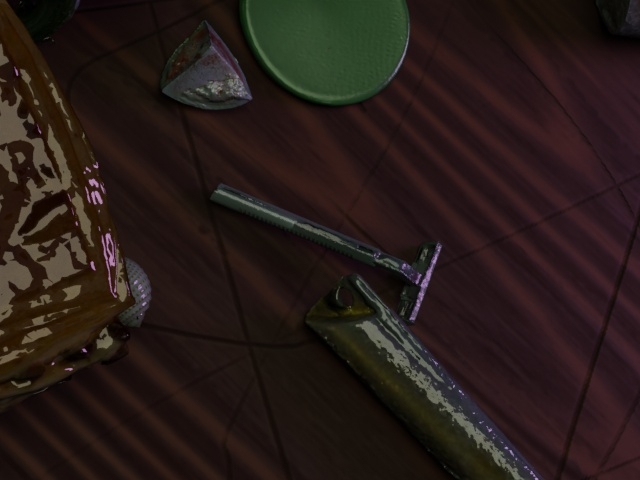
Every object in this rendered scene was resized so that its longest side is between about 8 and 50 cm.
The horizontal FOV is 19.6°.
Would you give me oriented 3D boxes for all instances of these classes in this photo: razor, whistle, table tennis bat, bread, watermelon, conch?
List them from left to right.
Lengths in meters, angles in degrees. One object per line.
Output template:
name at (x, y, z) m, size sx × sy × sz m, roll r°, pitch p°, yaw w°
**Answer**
bread at (-0.319, -0.010, 1.490) m, size 0.277 × 0.167 × 0.324 m, roll -22°, pitch 90°, yaw -21°
conch at (-0.183, 0.043, 1.574) m, size 0.076 × 0.056 × 0.085 m, roll -36°, pitch 67°, yaw 4°
watermelon at (-0.095, -0.153, 1.652) m, size 0.085 × 0.061 × 0.085 m, roll 3°, pitch 69°, yaw -7°
table tennis bat at (-0.023, -0.239, 1.716) m, size 0.160 × 0.039 × 0.257 m, roll -40°, pitch 93°, yaw -22°
razor at (0.002, -0.003, 1.651) m, size 0.211 × 0.036 × 0.084 m, roll 25°, pitch 67°, yaw -9°
whistle at (0.117, 0.162, 1.622) m, size 0.326 × 0.068 × 0.057 m, roll 48°, pitch 26°, yaw 2°

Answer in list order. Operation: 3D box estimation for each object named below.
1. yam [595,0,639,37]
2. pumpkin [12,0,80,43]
yam at (0.396, -0.232, 1.804) m, size 0.259 × 0.093 × 0.093 m, roll 4°, pitch 73°, yaw -16°
pumpkin at (-0.225, -0.280, 1.587) m, size 0.248 × 0.248 × 0.248 m, roll 5°, pitch 73°, yaw -15°
